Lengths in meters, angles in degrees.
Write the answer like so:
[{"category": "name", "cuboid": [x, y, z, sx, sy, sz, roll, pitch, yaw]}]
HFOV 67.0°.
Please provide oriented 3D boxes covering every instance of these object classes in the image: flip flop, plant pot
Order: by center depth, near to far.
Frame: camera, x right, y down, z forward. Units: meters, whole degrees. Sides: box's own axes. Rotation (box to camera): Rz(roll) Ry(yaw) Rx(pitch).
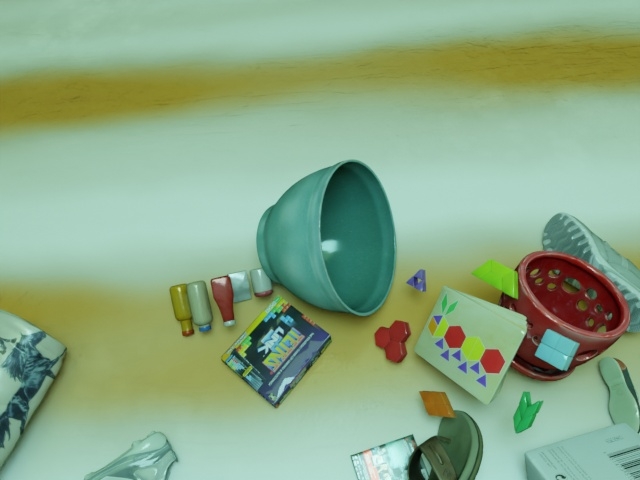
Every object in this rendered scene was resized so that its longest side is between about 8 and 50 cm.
[{"category": "flip flop", "cuboid": [0.173, 0.372, 0.759, 0.080, 0.112, 0.277, 42, 49, 2]}, {"category": "plant pot", "cuboid": [0.404, 0.140, 0.860, 0.191, 0.174, 0.191, 9, 44, -9]}, {"category": "plant pot", "cuboid": [0.000, 0.000, 0.959, 0.196, 0.293, 0.293, -5, 55, 34]}]

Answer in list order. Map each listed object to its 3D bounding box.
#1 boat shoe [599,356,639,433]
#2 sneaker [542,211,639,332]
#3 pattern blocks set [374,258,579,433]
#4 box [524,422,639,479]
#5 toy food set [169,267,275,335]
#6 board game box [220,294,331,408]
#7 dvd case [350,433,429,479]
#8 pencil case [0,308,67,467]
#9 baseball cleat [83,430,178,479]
[{"category": "boat shoe", "cuboid": [0.542, 0.277, 0.864, 0.043, 0.049, 0.137, 20, 53, -30]}, {"category": "sneaker", "cuboid": [0.565, 0.060, 0.980, 0.115, 0.105, 0.281, -3, 52, -33]}, {"category": "pattern blocks set", "cuboid": [0.249, 0.169, 0.828, 0.325, 0.026, 0.285, 44, 110, 47]}, {"category": "box", "cuboid": [0.434, 0.391, 0.712, 0.182, 0.119, 0.181, -15, 17, -4]}, {"category": "toy food set", "cuboid": [-0.182, 0.121, 0.986, 0.232, 0.111, 0.104, -12, 90, -14]}, {"category": "board game box", "cuboid": [-0.085, 0.214, 0.949, 0.141, 0.048, 0.170, 33, 67, 23]}, {"category": "dvd case", "cuboid": [0.122, 0.399, 0.842, 0.120, 0.013, 0.087, -18, 60, -5]}, {"category": "pencil case", "cuboid": [-0.621, 0.325, 0.860, 0.184, 0.160, 0.410, 0, 56, 31]}, {"category": "baseball cleat", "cuboid": [-0.345, 0.426, 0.831, 0.206, 0.072, 0.109, -37, 70, -12]}]
